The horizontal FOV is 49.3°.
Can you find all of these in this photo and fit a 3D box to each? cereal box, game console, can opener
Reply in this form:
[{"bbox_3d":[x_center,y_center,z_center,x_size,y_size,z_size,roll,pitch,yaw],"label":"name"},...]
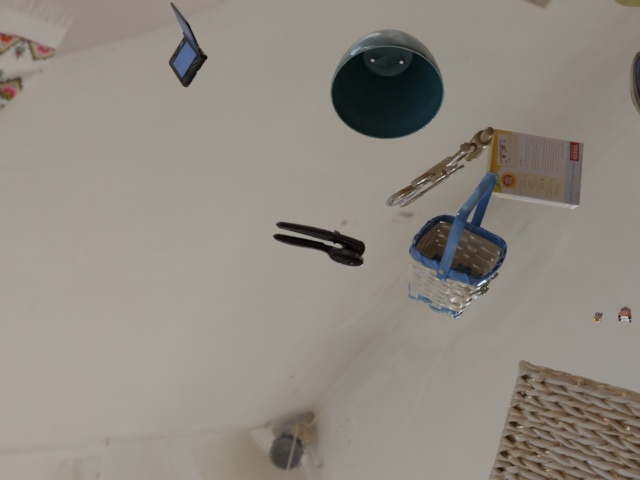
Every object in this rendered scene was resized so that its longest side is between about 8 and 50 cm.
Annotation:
[{"bbox_3d":[0.552,-0.184,1.803,0.240,0.047,0.173,10,-103,-2],"label":"cereal box"},{"bbox_3d":[-0.263,-0.363,1.295,0.071,0.107,0.122,24,-159,-39],"label":"game console"},{"bbox_3d":[0.000,0.000,1.361,0.186,0.059,0.073,20,-178,-3],"label":"can opener"}]

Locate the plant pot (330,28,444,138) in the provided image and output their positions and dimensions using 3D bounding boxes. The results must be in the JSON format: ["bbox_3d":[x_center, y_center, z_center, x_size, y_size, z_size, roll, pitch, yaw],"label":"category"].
[{"bbox_3d":[0.178,-0.443,1.849,0.290,0.290,0.195,22,-134,-17],"label":"plant pot"}]

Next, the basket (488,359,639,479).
[{"bbox_3d":[0.485,0.385,1.222,0.331,0.266,0.328,14,173,23],"label":"basket"}]

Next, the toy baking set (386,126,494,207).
[{"bbox_3d":[0.199,-0.120,1.199,0.030,0.197,0.256,59,180,7],"label":"toy baking set"}]

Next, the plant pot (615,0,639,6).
[{"bbox_3d":[0.760,-0.596,1.478,0.212,0.212,0.187,1,-150,13],"label":"plant pot"}]

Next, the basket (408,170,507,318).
[{"bbox_3d":[0.320,0.007,1.582,0.201,0.289,0.255,22,-142,21],"label":"basket"}]

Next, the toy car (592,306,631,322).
[{"bbox_3d":[0.821,0.206,1.967,0.060,0.122,0.040,30,-113,-40],"label":"toy car"}]

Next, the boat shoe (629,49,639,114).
[{"bbox_3d":[0.858,-0.304,1.673,0.355,0.132,0.130,64,176,-14],"label":"boat shoe"}]
